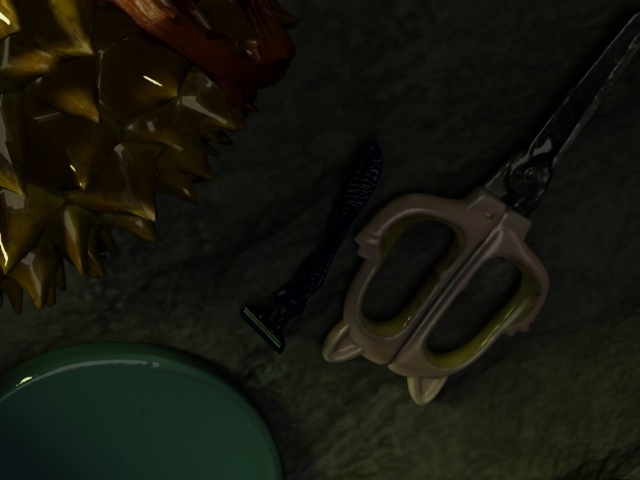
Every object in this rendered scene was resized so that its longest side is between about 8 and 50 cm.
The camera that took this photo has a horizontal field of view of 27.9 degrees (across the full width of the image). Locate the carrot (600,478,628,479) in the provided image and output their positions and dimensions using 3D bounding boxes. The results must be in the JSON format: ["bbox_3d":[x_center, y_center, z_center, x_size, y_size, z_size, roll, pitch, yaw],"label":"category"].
[{"bbox_3d":[0.178,0.256,1.029,0.186,0.060,0.060,-35,122,6],"label":"carrot"}]

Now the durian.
[{"bbox_3d":[-0.175,-0.133,0.531,0.348,0.347,0.384,19,115,-25],"label":"durian"}]

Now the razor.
[{"bbox_3d":[0.002,0.001,0.852,0.028,0.044,0.154,10,115,-55],"label":"razor"}]

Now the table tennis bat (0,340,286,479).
[{"bbox_3d":[-0.109,0.193,0.915,0.329,0.044,0.215,37,101,-28],"label":"table tennis bat"}]

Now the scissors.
[{"bbox_3d":[0.126,-0.025,0.877,0.160,0.024,0.317,28,107,-26],"label":"scissors"}]
